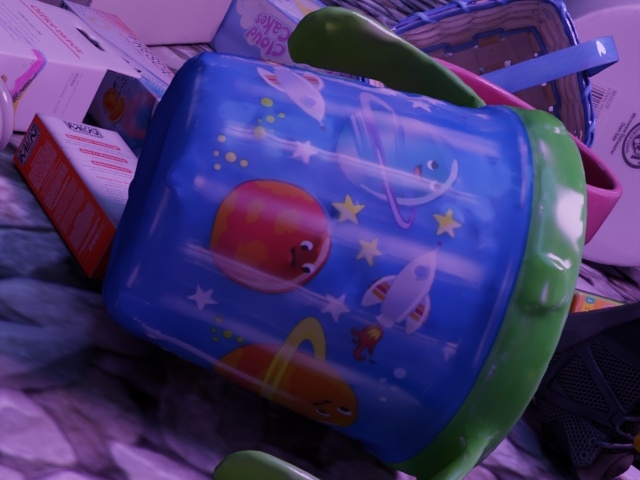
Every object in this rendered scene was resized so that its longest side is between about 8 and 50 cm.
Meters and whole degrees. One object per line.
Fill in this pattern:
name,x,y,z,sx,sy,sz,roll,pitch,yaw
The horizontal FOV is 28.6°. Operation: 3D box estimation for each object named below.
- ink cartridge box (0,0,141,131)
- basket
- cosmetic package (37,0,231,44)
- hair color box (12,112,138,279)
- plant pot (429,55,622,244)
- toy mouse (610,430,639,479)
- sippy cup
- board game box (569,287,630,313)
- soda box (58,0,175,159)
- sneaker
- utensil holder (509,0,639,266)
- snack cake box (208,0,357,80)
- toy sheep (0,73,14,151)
ink cartridge box,-0.245,-0.137,0.940,0.198,0.067,0.115,2,35,-51
basket,0.161,-0.143,1.256,0.289,0.254,0.201,-1,76,-81
cosmetic package,-0.205,-0.287,1.268,0.153,0.129,0.296,34,19,11
hair color box,-0.147,-0.028,0.853,0.072,0.043,0.141,12,28,-43
plant pot,0.110,-0.022,1.013,0.201,0.180,0.201,28,19,-11
toy mouse,0.214,0.177,0.812,0.031,0.161,0.143,32,58,-9
sippy cup,0.000,0.000,0.738,0.224,0.240,0.305,20,16,-15
board game box,0.281,0.072,1.199,0.259,0.039,0.124,12,5,-38
soda box,-0.165,-0.131,1.055,0.063,0.058,0.183,8,29,-48
sneaker,0.244,0.108,0.902,0.087,0.227,0.130,11,70,-39
utensil holder,0.389,-0.166,1.569,0.327,0.328,0.385,31,22,1
snack cake box,-0.053,-0.245,1.451,0.264,0.089,0.152,42,21,29
toy sheep,-0.242,-0.077,0.779,0.091,0.091,0.132,37,34,16
